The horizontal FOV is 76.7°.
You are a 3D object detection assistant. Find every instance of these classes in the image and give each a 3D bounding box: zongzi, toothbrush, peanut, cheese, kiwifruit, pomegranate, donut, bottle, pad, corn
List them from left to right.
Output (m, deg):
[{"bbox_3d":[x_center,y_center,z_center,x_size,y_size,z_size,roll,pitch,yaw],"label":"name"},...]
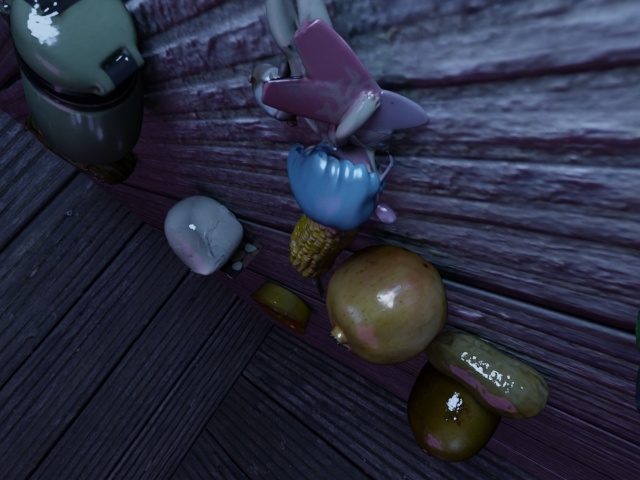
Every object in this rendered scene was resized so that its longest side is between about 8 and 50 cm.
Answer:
[{"bbox_3d":[-0.346,-0.235,0.594,0.168,0.169,0.347,40,158,-16],"label":"bottle"},{"bbox_3d":[-0.607,-0.266,1.065,0.288,0.134,0.286,1,150,48],"label":"zongzi"},{"bbox_3d":[-0.307,-0.024,1.050,0.154,0.198,0.189,-18,117,26],"label":"cheese"},{"bbox_3d":[-0.299,-0.002,1.156,0.234,0.158,0.003,35,135,1],"label":"pad"},{"bbox_3d":[-0.153,0.270,1.668,0.277,0.109,0.278,31,162,11],"label":"donut"},{"bbox_3d":[-0.009,0.120,1.141,0.028,0.026,0.294,16,160,7],"label":"toothbrush"},{"bbox_3d":[0.000,0.000,0.680,0.101,0.101,0.292,35,164,-1],"label":"corn"},{"bbox_3d":[0.099,0.102,0.626,0.191,0.191,0.191,31,163,11],"label":"pomegranate"},{"bbox_3d":[0.290,0.362,0.886,0.195,0.234,0.196,34,160,14],"label":"kiwifruit"},{"bbox_3d":[0.303,0.249,0.770,0.236,0.110,0.120,24,169,35],"label":"peanut"}]

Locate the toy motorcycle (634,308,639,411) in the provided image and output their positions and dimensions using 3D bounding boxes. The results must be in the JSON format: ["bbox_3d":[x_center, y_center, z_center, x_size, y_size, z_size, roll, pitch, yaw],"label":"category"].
[{"bbox_3d":[0.340,0.113,0.321,0.186,0.125,0.275,16,157,24],"label":"toy motorcycle"}]

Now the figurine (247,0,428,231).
[{"bbox_3d":[-0.016,-0.119,0.385,0.205,0.103,0.260,21,148,33],"label":"figurine"}]
